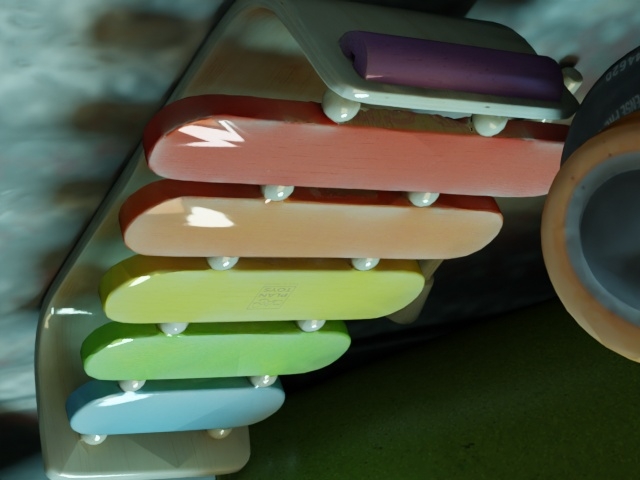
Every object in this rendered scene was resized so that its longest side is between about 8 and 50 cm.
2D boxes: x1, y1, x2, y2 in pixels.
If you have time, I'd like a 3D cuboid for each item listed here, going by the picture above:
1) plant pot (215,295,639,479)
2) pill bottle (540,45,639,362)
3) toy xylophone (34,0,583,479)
[{"bbox_3d":[0.128,0.193,0.845,0.353,0.366,0.366,-8,150,2],"label":"plant pot"},{"bbox_3d":[0.178,-0.032,0.584,0.246,0.130,0.130,-27,165,-51],"label":"pill bottle"},{"bbox_3d":[0.000,0.000,0.673,0.236,0.081,0.322,-3,147,-27],"label":"toy xylophone"}]
